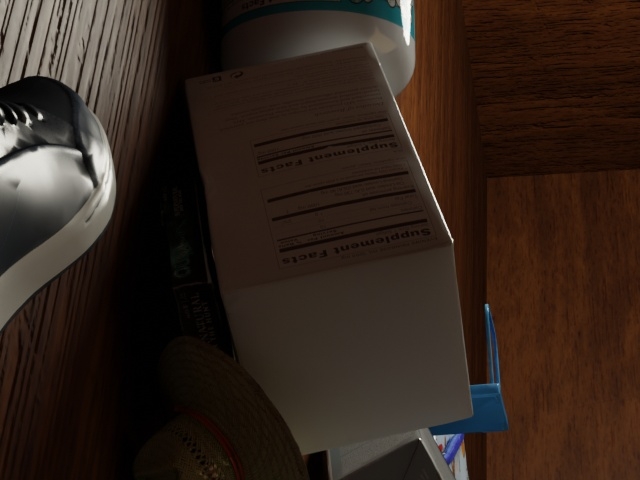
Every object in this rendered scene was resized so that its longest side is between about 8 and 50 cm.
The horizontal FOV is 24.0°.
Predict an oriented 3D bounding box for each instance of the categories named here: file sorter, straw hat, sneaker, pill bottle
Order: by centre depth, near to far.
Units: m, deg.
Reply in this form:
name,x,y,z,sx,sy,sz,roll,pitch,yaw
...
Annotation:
name,x,y,z,sx,sy,sz,roll,pitch,yaw
sneaker,-0.136,-0.056,0.526,0.226,0.086,0.163,-71,159,-61
straw hat,-0.073,0.130,0.859,0.061,0.144,0.144,-31,128,-31
pill bottle,-0.002,-0.191,1.127,0.146,0.146,0.264,50,38,-73
file sorter,0.098,0.133,1.522,0.118,0.170,0.105,65,21,-63

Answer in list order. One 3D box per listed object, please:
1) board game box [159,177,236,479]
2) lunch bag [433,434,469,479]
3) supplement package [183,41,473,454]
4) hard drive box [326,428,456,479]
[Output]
name,x,y,z,sx,sy,sz,roll,pitch,yaw
board game box,-0.068,0.071,0.945,0.126,0.026,0.186,-106,-175,-59
lunch bag,0.111,0.291,1.714,0.303,0.115,0.243,-4,89,-81
supplement package,0.000,0.000,0.949,0.244,0.133,0.139,-106,-176,-53
hard drive box,0.083,0.242,1.343,0.181,0.089,0.232,62,3,-6
